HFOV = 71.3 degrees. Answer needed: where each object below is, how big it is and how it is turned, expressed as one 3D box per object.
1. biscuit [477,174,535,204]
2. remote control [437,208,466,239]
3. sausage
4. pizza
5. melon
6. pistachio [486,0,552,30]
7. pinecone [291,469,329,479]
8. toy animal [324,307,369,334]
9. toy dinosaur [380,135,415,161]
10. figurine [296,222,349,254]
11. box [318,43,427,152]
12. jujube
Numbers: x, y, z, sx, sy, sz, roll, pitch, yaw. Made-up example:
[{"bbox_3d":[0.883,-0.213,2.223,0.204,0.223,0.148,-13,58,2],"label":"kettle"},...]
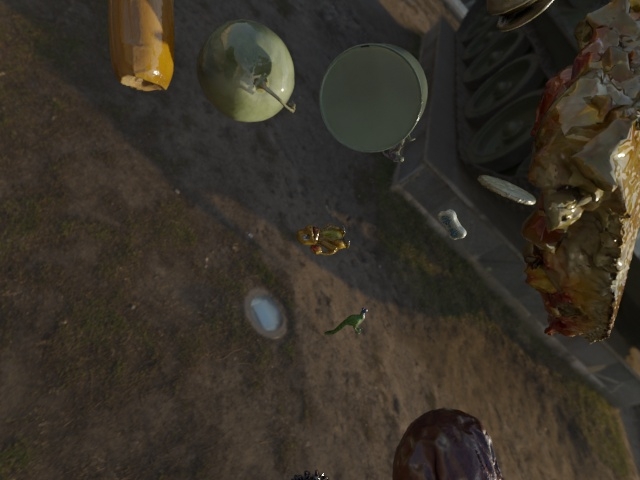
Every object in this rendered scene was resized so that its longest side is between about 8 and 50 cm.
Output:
[{"bbox_3d":[0.455,-0.126,1.091,0.152,0.020,0.152,17,25,-9],"label":"biscuit"},{"bbox_3d":[0.492,-0.059,1.671,0.032,0.074,0.122,-39,101,-30],"label":"remote control"},{"bbox_3d":[-0.348,-0.480,0.871,0.134,0.116,0.353,-5,98,-62],"label":"sausage"},{"bbox_3d":[0.264,-0.089,0.444,0.406,0.130,0.439,-2,103,-54],"label":"pizza"},{"bbox_3d":[-0.201,-0.447,1.187,0.272,0.271,0.308,35,-3,-23],"label":"melon"},{"bbox_3d":[0.349,-0.463,0.723,0.138,0.237,0.153,18,17,-41],"label":"pistachio"},{"bbox_3d":[-0.031,0.665,1.149,0.140,0.121,0.140,13,74,-56],"label":"pinecone"},{"bbox_3d":[0.111,0.330,1.699,0.075,0.217,0.041,46,31,-8],"label":"toy animal"},{"bbox_3d":[0.244,-0.424,1.611,0.293,0.162,0.077,63,30,-2],"label":"toy dinosaur"},{"bbox_3d":[-0.003,0.002,1.487,0.176,0.122,0.121,12,45,-27],"label":"figurine"},{"bbox_3d":[0.126,-0.328,1.021,0.226,0.226,0.149,49,29,-6],"label":"box"},{"bbox_3d":[0.309,0.594,1.055,0.277,0.276,0.376,30,34,-28],"label":"jujube"}]
